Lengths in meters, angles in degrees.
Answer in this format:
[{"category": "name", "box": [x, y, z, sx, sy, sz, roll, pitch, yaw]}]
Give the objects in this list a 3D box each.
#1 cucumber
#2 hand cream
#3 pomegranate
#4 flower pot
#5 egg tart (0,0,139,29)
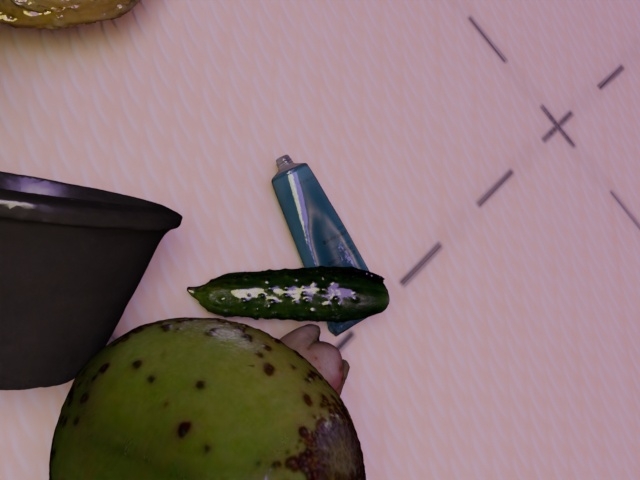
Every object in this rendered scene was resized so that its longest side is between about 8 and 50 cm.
[{"category": "cucumber", "box": [-0.035, 0.061, 0.690, 0.228, 0.069, 0.069, 0, 76, -7]}, {"category": "hand cream", "box": [0.000, 0.000, 0.747, 0.083, 0.048, 0.224, -28, 93, -23]}, {"category": "pomegranate", "box": [-0.069, 0.190, 0.571, 0.285, 0.285, 0.341, 58, 38, 0]}, {"category": "flower pot", "box": [-0.266, 0.027, 0.537, 0.269, 0.269, 0.166, 8, 93, -20]}, {"category": "egg tart", "box": [-0.306, -0.337, 0.665, 0.288, 0.118, 0.288, 6, 73, -19]}]
